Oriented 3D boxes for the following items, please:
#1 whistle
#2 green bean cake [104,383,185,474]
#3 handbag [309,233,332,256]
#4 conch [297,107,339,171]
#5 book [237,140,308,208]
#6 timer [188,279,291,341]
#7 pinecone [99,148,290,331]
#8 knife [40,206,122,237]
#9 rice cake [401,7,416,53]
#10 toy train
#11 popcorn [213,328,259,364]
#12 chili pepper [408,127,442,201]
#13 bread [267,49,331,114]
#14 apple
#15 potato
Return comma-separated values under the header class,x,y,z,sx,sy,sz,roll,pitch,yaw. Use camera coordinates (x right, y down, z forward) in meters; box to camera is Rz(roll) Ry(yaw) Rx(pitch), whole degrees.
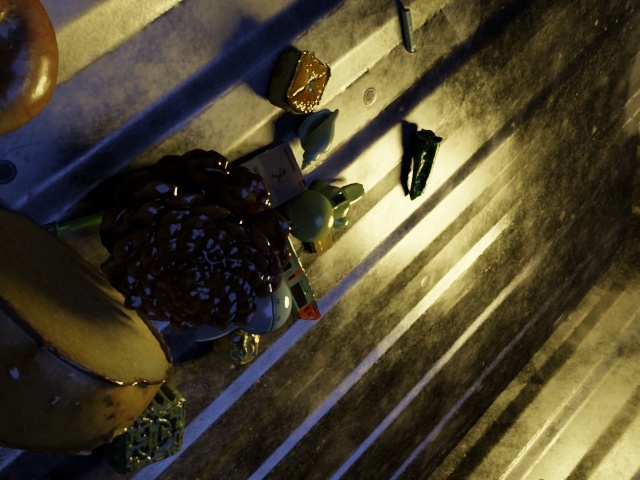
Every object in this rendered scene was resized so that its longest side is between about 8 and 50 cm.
class,x,y,z,sx,sy,sz,roll,pitch,yaw
whistle,0.004,-0.079,1.572,0.294,0.141,0.141,-28,134,-56
green bean cake,-0.426,0.459,1.492,0.184,0.094,0.184,-8,114,-41
handbag,0.000,0.000,1.669,0.061,0.027,0.083,-36,136,-24
conch,-0.014,-0.249,1.485,0.180,0.088,0.065,-64,-177,-2
book,-0.122,-0.140,1.431,0.182,0.014,0.127,-31,104,-27
timer,-0.195,0.169,1.487,0.256,0.175,0.175,-20,131,-6
pinecone,-0.236,-0.029,1.192,0.385,0.384,0.384,-24,129,-33
knife,-0.477,-0.023,1.195,0.212,0.015,0.054,-23,129,-34
rice cake,0.227,-0.536,1.565,0.022,0.022,0.121,-32,133,-16
toy train,-0.094,0.078,1.579,0.089,0.086,0.409,-36,135,-17
popcorn,-0.211,0.264,1.565,0.121,0.106,0.116,-7,128,-42
chili pepper,0.294,-0.213,1.806,0.059,0.088,0.226,-17,134,-33
bread,-0.044,-0.354,1.375,0.128,0.069,0.140,12,102,-48
apple,-0.506,-0.276,0.875,0.261,0.194,0.260,-25,128,-36
potato,-0.506,0.199,1.019,0.319,0.385,0.442,-46,110,5
